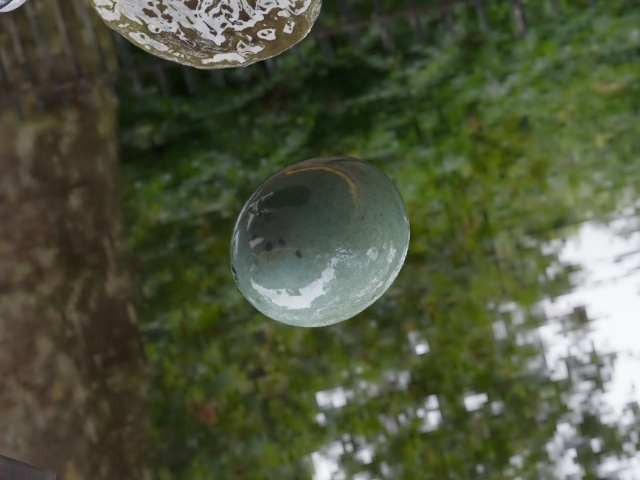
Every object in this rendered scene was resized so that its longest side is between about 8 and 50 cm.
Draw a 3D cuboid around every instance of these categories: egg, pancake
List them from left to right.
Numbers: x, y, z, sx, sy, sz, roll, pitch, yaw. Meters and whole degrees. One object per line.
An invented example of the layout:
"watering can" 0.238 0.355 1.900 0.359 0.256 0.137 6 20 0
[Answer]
"pancake" -0.116 -0.254 1.614 0.241 0.242 0.050 -11 -135 18
"egg" 0.000 0.000 1.722 0.169 0.169 0.236 -8 -169 30

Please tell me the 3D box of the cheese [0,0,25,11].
"cheese" -0.328 -0.327 1.886 0.191 0.042 0.105 -53 -143 2

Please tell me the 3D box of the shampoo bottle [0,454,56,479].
"shampoo bottle" -0.350 0.296 1.389 0.266 0.273 0.273 8 -172 -11
